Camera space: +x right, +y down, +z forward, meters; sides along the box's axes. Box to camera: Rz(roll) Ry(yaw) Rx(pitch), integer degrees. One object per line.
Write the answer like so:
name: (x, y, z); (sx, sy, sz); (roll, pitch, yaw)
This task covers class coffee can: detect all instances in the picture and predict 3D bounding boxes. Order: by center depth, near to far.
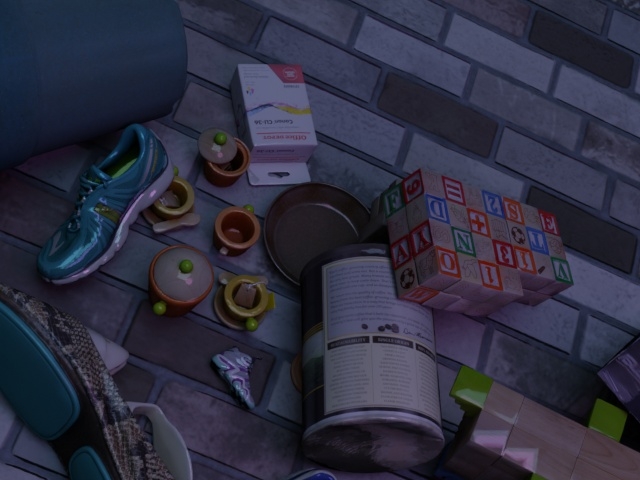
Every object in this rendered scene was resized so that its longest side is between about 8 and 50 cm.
coffee can: (0.070, 0.171, 1.535); (0.201, 0.201, 0.275); (9, 55, -15)

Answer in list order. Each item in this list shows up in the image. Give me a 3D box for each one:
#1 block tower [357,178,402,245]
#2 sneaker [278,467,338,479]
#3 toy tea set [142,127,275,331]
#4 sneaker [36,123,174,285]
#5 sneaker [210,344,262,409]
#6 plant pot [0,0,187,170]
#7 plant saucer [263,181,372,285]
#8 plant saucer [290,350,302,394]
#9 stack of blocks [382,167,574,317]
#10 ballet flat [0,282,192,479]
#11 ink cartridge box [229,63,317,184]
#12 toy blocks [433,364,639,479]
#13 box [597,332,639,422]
block tower: (0.234, 0.003, 1.734); (0.335, 0.091, 0.097); (18, 60, -19)
sneaker: (-0.082, 0.421, 1.426); (0.112, 0.131, 0.296); (38, 61, -1)
toy tea set: (-0.172, -0.027, 1.611); (0.200, 0.124, 0.336); (0, 66, -19)
sneaker: (-0.330, -0.057, 1.557); (0.107, 0.110, 0.275); (22, 66, 29)
sneaker: (-0.110, 0.198, 1.574); (0.069, 0.038, 0.098); (-31, 79, -28)
plant pot: (-0.398, -0.276, 1.555); (0.334, 0.341, 0.341); (-16, 71, -33)
plant saucer: (0.000, 0.000, 1.709); (0.199, 0.036, 0.198); (7, 64, -15)
plant saucer: (-0.005, 0.203, 1.623); (0.083, 0.013, 0.083); (8, 64, -16)
stack of blocks: (0.240, 0.020, 1.572); (0.297, 0.087, 0.171); (14, 55, -36)
ballet flat: (-0.297, 0.249, 1.439); (0.182, 0.164, 0.483); (-25, 79, -50)
ink cartridge box: (-0.075, -0.193, 1.756); (0.115, 0.067, 0.198); (-4, 67, -21)
toy blocks: (0.325, 0.349, 1.539); (0.381, 0.261, 0.190); (26, 62, 3)
box: (0.578, 0.273, 1.600); (0.318, 0.097, 0.395); (50, 17, 15)
